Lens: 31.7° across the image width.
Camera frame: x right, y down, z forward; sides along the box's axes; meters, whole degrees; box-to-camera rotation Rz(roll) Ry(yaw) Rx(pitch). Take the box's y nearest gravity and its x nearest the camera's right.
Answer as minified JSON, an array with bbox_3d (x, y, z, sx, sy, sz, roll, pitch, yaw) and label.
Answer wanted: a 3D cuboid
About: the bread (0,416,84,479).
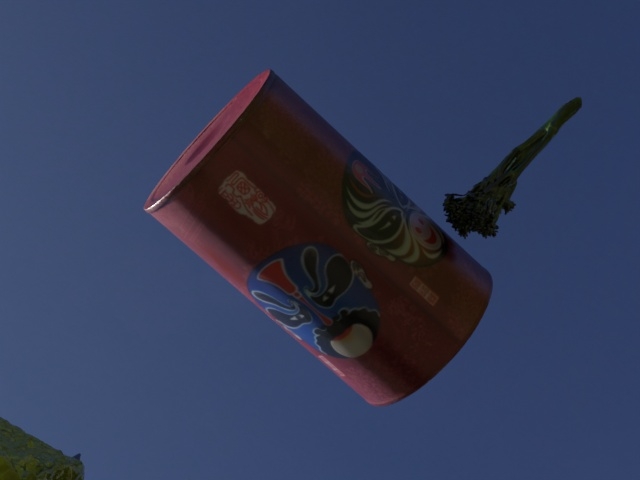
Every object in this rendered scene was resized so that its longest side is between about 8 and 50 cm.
[{"bbox_3d":[-0.243,0.177,0.784,0.111,0.114,0.129,-57,-29,-4],"label":"bread"}]

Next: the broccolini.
[{"bbox_3d":[0.223,-0.076,1.230,0.201,0.074,0.058,-38,-54,-8],"label":"broccolini"}]

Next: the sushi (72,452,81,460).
[{"bbox_3d":[-0.376,0.419,1.534,0.051,0.192,0.215,19,-80,15],"label":"sushi"}]

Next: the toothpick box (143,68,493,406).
[{"bbox_3d":[0.000,0.000,1.220,0.333,0.204,0.204,42,-98,-13],"label":"toothpick box"}]
